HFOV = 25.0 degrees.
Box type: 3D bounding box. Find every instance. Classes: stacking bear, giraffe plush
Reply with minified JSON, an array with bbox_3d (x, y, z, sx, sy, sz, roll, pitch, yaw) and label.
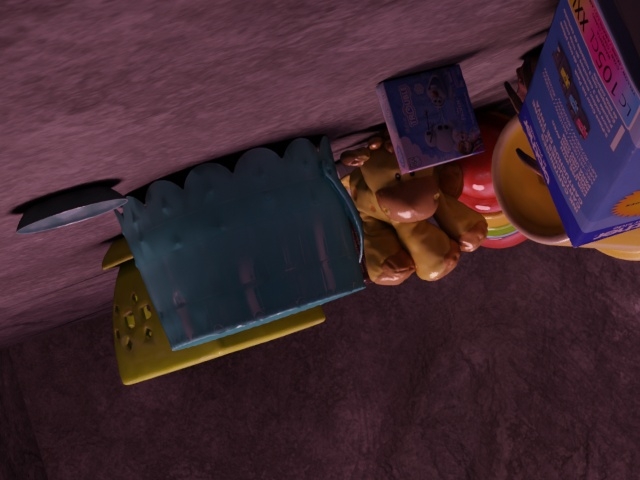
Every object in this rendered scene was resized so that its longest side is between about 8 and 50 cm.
[{"bbox_3d":[0.234,-0.092,1.983,0.175,0.164,0.289,27,175,16],"label":"stacking bear"},{"bbox_3d":[0.104,-0.066,1.768,0.181,0.210,0.170,-38,164,-14],"label":"giraffe plush"}]

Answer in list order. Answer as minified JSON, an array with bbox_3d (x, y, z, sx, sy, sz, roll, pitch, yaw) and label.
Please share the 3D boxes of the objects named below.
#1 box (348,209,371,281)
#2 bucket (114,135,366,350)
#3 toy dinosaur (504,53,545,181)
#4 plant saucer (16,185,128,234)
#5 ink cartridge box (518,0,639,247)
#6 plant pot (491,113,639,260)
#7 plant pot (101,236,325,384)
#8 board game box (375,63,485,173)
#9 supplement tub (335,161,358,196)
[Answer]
[{"bbox_3d":[0.000,0.000,2.182,0.168,0.167,0.203,-20,176,44],"label":"box"},{"bbox_3d":[-0.086,0.007,1.681,0.281,0.183,0.281,-18,177,-1],"label":"bucket"},{"bbox_3d":[0.256,-0.146,1.479,0.200,0.127,0.295,-5,-160,-15],"label":"toy dinosaur"},{"bbox_3d":[-0.259,-0.034,1.492,0.119,0.021,0.119,-17,178,-1],"label":"plant saucer"},{"bbox_3d":[0.327,-0.131,1.193,0.270,0.151,0.395,-17,166,-5],"label":"ink cartridge box"},{"bbox_3d":[0.344,-0.093,1.743,0.239,0.254,0.254,-10,173,-42],"label":"plant pot"},{"bbox_3d":[-0.165,0.065,2.055,0.228,0.207,0.227,-20,176,42],"label":"plant pot"},{"bbox_3d":[0.107,-0.118,1.401,0.090,0.090,0.020,-17,179,-24],"label":"board game box"},{"bbox_3d":[0.075,-0.086,1.982,0.107,0.071,0.071,-17,177,-10],"label":"supplement tub"}]
